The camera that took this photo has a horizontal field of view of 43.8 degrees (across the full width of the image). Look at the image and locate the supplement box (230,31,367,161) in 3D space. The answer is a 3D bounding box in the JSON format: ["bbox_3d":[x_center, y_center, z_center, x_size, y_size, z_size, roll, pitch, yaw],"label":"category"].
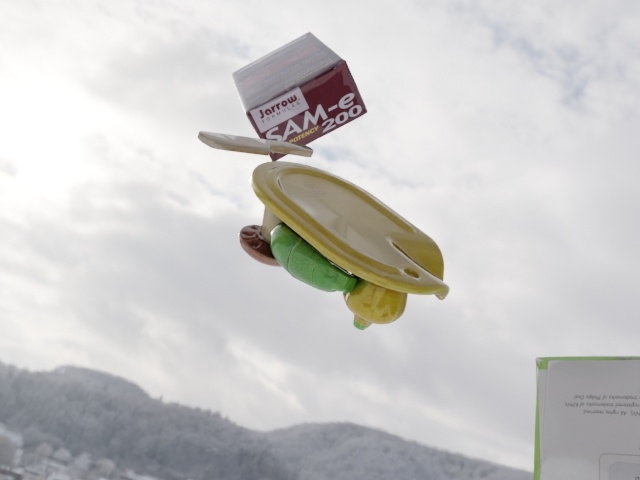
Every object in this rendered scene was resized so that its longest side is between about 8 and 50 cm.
[{"bbox_3d":[-0.034,-0.189,1.008,0.073,0.130,0.239,62,2,-24],"label":"supplement box"}]

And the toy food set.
[{"bbox_3d":[0.000,0.000,0.617,0.128,0.071,0.218,-4,37,-48],"label":"toy food set"}]

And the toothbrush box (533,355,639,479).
[{"bbox_3d":[0.257,0.151,0.434,0.206,0.122,0.283,-5,-22,31],"label":"toothbrush box"}]
